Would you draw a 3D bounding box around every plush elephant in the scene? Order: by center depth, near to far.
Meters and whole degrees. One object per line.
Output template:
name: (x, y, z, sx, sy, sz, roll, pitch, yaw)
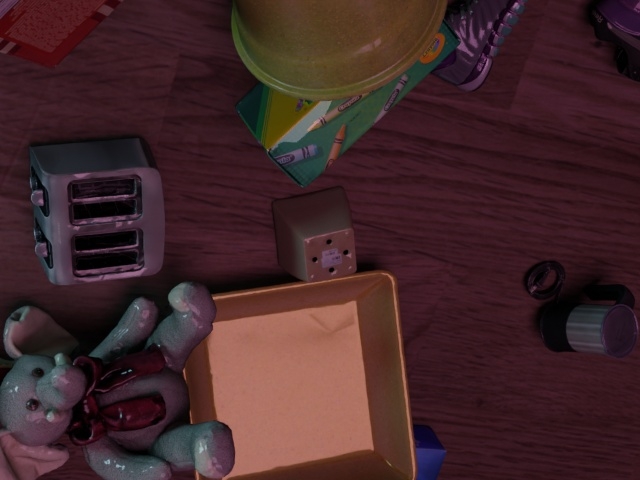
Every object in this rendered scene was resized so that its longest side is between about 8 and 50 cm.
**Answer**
plush elephant: (-0.306, 0.206, 1.700, 0.255, 0.271, 0.330, 10, 155, -38)

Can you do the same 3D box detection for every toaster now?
toaster: (-0.287, -0.040, 1.683, 0.186, 0.110, 0.168, -6, 119, -17)

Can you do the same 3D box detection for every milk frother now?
milk frother: (0.403, 0.107, 1.990, 0.143, 0.135, 0.129, 27, 74, -32)

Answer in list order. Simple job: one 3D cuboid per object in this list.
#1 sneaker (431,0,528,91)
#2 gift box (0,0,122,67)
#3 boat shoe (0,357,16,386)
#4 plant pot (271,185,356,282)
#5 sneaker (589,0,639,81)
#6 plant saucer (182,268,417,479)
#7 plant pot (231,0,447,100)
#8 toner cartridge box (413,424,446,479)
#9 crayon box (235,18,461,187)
sneaker: (0.212, -0.312, 1.734, 0.098, 0.083, 0.223, 16, 111, -21)
gift box: (-0.332, -0.369, 1.320, 0.255, 0.258, 0.276, -40, 162, 9)
boat shoe: (-0.430, 0.194, 1.793, 0.135, 0.045, 0.050, 12, 112, -25)
plant pot: (0.000, 0.000, 1.813, 0.109, 0.096, 0.109, -13, 119, -13)
sneaker: (0.498, -0.272, 1.861, 0.124, 0.107, 0.283, -40, 120, 21)
plant saucer: (-0.039, 0.223, 1.878, 0.333, 0.081, 0.332, -8, 94, -15)
plant pot: (-0.013, -0.341, 1.471, 0.276, 0.276, 0.254, -34, 150, 0)
toner cartridge box: (0.012, 0.370, 2.027, 0.348, 0.075, 0.165, 7, 112, -22)
crayon box: (0.031, -0.215, 1.669, 0.278, 0.165, 0.081, -43, 122, 5)
